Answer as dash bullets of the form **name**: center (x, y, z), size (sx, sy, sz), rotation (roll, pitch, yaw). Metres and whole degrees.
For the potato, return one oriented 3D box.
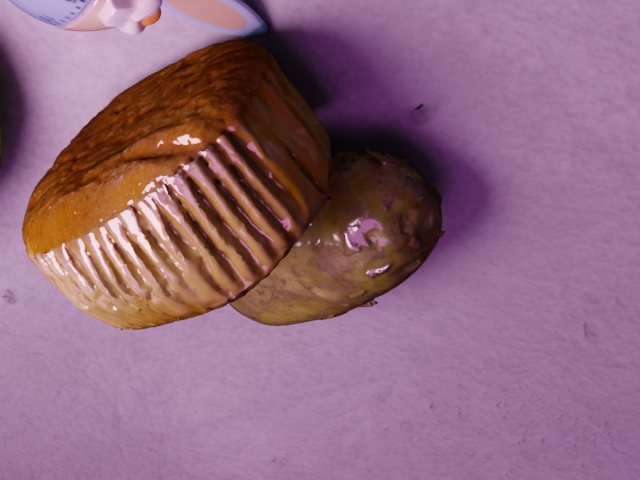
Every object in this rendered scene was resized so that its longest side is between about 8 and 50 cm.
- **potato**: center (0.000, 0.000, 1.106), size (0.149, 0.113, 0.251), rotation (35, 142, -25)

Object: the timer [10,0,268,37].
- **timer**: center (-0.128, -0.204, 0.902), size (0.255, 0.175, 0.175), rotation (31, 134, -20)

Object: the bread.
- **bread**: center (-0.117, -0.043, 1.017), size (0.253, 0.227, 0.142), rotation (-23, 119, 41)

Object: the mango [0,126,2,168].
- **mango**: center (-0.389, -0.065, 1.136), size (0.192, 0.156, 0.343), rotation (28, 139, 4)
